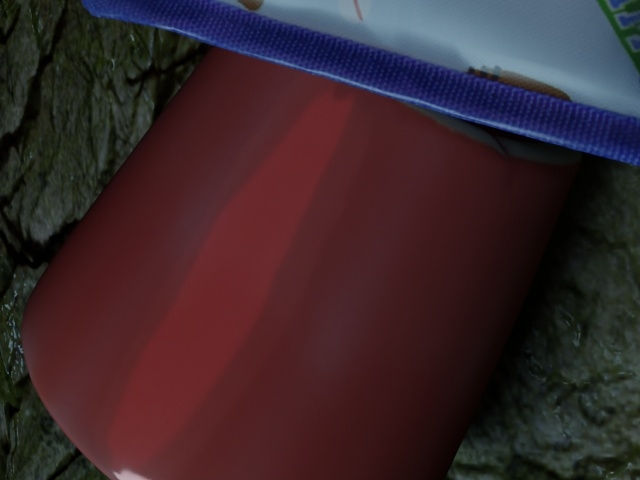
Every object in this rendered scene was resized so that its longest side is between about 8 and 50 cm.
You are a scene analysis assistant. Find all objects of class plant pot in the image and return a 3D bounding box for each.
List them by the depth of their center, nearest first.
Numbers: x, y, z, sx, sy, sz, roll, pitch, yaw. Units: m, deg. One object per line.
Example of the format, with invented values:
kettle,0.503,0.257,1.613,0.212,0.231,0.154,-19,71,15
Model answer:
plant pot,0.000,0.000,0.727,0.275,0.275,0.243,45,116,33

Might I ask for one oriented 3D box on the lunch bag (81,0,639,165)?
lunch bag,0.136,-0.190,0.434,0.385,0.239,0.327,20,111,20
